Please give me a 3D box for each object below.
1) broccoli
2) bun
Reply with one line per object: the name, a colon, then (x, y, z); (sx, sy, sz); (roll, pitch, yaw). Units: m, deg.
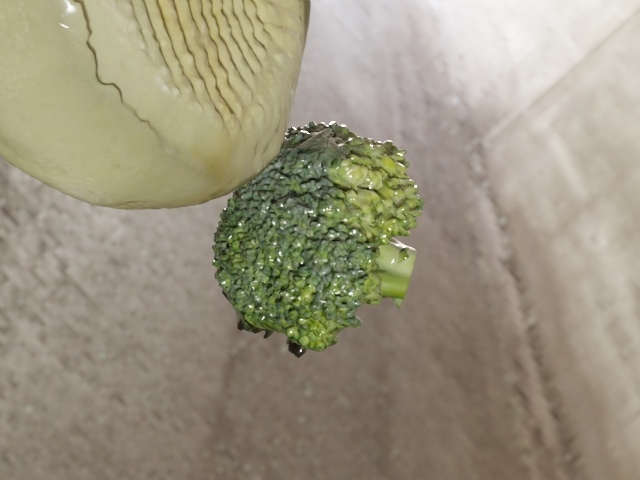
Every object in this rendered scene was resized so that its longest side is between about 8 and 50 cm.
broccoli: (-0.003, -0.002, 1.510); (0.176, 0.198, 0.226); (28, -7, 16)
bun: (-0.166, -0.190, 1.222); (0.364, 0.202, 0.364); (44, 38, -48)
